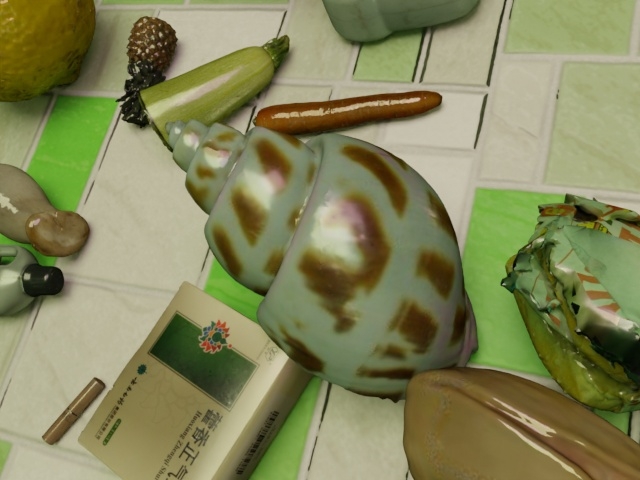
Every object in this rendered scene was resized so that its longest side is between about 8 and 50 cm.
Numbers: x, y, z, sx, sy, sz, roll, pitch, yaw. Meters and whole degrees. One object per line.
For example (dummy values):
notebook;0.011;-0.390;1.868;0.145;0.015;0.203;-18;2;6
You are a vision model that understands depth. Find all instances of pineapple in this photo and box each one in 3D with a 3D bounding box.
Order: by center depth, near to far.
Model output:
pineapple;-0.255;-0.241;1.011;0.074;0.074;0.159;4;76;20

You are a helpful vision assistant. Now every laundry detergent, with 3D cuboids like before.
laundry detergent;-0.449;0.052;0.944;0.226;0.070;0.099;-1;62;19

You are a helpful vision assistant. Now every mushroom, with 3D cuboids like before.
mushroom;-0.414;-0.046;0.961;0.213;0.097;0.088;31;69;27

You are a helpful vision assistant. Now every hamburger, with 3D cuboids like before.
hamburger;0.252;0.056;0.639;0.235;0.125;0.214;-10;54;-29

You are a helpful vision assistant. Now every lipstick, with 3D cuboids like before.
lipstick;-0.302;0.209;0.856;0.019;0.019;0.094;37;83;28

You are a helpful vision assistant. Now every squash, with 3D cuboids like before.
squash;-0.134;-0.215;0.953;0.224;0.094;0.094;-33;61;-4

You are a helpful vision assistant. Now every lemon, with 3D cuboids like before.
lemon;-0.474;-0.346;1.004;0.258;0.310;0.257;-31;24;15

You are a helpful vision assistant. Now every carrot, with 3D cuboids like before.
carrot;0.031;-0.164;0.891;0.248;0.043;0.043;-5;66;16

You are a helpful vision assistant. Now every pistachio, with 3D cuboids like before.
pistachio;0.193;0.212;0.596;0.293;0.181;0.162;36;60;26

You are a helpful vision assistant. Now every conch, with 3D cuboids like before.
conch;0.001;0.000;0.726;0.368;0.197;0.249;17;49;12

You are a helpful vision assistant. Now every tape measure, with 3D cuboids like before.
tape measure;0.098;-0.399;0.922;0.246;0.125;0.243;-8;66;16

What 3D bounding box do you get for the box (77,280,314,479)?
box;-0.130;0.179;0.769;0.168;0.095;0.212;28;79;24
